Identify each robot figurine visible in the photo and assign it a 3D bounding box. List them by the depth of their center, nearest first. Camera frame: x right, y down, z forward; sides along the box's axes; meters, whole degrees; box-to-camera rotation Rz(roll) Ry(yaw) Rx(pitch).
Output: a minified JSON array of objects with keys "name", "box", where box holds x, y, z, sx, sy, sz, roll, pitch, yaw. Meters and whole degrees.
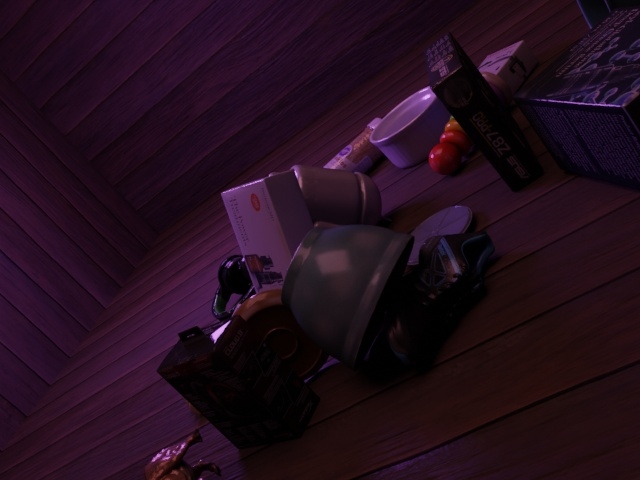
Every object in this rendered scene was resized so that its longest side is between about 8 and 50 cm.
[{"name":"robot figurine","box":[0.020,-0.101,2.004,0.300,0.353,0.200,-103,25,-44]}]

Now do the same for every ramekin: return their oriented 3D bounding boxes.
[{"name":"ramekin","box":[0.305,-0.355,2.287,0.277,0.135,0.277,-37,18,14]}]

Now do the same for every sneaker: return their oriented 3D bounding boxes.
[{"name":"sneaker","box":[0.231,0.094,1.390,0.140,0.125,0.341,-17,31,42]}]

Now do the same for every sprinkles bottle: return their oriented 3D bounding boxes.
[{"name":"sprinkles bottle","box":[0.111,-0.271,2.515,0.355,0.121,0.121,-43,18,-5]}]

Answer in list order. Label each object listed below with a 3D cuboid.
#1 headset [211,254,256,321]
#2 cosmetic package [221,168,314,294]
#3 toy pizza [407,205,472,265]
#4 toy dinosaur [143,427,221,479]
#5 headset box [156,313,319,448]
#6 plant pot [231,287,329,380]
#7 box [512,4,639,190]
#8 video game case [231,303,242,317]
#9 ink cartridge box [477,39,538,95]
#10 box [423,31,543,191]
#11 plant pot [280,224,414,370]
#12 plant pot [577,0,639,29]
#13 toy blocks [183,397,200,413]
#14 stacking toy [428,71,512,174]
[{"name":"headset","box":[-0.247,0.079,2.321,0.243,0.185,0.394,-22,37,46]},{"name":"cosmetic package","box":[-0.104,0.026,1.832,0.097,0.377,0.284,-23,7,-30]},{"name":"toy pizza","box":[0.275,-0.006,1.688,0.201,0.032,0.201,-35,19,14]},{"name":"toy dinosaur","box":[-0.301,0.499,1.423,0.200,0.127,0.295,-25,37,-6]},{"name":"headset box","box":[-0.182,0.290,1.499,0.218,0.293,0.110,-25,24,43]},{"name":"plant pot","box":[-0.086,0.219,1.562,0.236,0.236,0.032,-38,18,8]},{"name":"box","box":[0.605,-0.273,1.339,0.293,0.212,0.395,-41,18,-1]},{"name":"video game case","box":[-0.221,0.283,1.916,0.210,0.042,0.232,-5,57,63]},{"name":"ink cartridge box","box":[0.540,-0.495,2.199,0.219,0.092,0.160,-51,20,-27]},{"name":"box","box":[0.385,-0.325,1.745,0.097,0.318,0.395,-34,19,20]},{"name":"plant pot","box":[0.042,0.087,1.448,0.293,0.196,0.293,-60,-13,-24]},{"name":"plant pot","box":[0.787,-0.628,1.664,0.334,0.341,0.341,-28,21,16]},{"name":"toy blocks","box":[-0.334,0.382,1.917,0.148,0.054,0.123,-166,81,-69]},{"name":"stacking toy","box":[0.404,-0.317,2.019,0.330,0.141,0.141,-54,21,-20]}]
